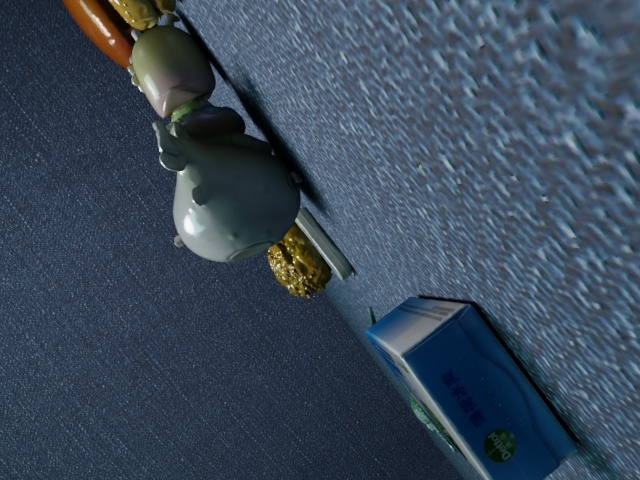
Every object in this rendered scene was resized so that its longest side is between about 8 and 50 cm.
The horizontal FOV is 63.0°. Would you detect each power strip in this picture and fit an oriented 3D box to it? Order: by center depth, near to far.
[{"bbox_3d":[0.000,0.000,0.988,0.191,0.030,0.047,51,174,19],"label":"power strip"}]

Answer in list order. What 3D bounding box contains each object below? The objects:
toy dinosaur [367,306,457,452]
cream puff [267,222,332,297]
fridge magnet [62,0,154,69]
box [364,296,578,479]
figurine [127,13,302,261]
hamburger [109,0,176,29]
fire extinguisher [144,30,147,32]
[{"bbox_3d":[0.184,0.283,0.998,0.383,0.076,0.129,41,161,53],"label":"toy dinosaur"},{"bbox_3d":[-0.054,0.050,1.239,0.189,0.129,0.189,51,174,7],"label":"cream puff"},{"bbox_3d":[-0.539,-0.580,1.318,0.364,0.155,0.363,53,176,6],"label":"fridge magnet"},{"bbox_3d":[0.120,0.128,0.481,0.139,0.073,0.194,54,175,2],"label":"box"},{"bbox_3d":[-0.184,-0.162,0.775,0.395,0.226,0.274,67,-170,6],"label":"figurine"},{"bbox_3d":[-0.250,-0.344,0.668,0.138,0.083,0.147,49,178,8],"label":"hamburger"},{"bbox_3d":[-0.321,-0.410,1.110,0.064,0.043,0.158,1,-143,-39],"label":"fire extinguisher"}]
